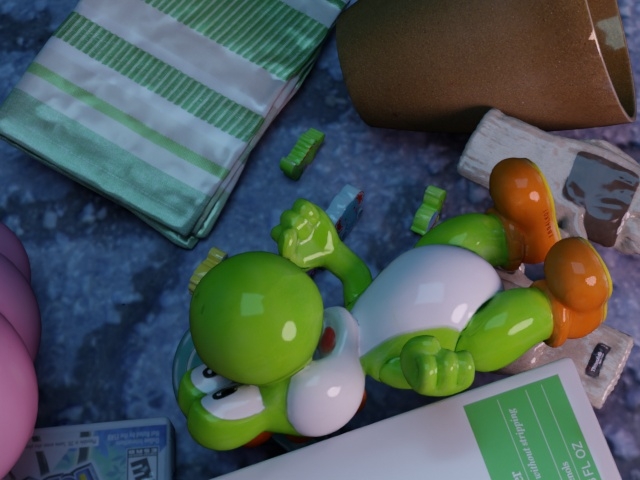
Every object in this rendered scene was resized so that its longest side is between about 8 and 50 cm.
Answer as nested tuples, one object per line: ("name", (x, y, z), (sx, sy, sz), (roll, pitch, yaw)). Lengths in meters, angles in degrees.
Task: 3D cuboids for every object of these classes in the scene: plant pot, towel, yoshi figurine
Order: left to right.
("towel", (-0.148, -0.178, 1.730), (0.248, 0.038, 0.325), (30, 70, 6))
("yoshi figurine", (0.043, 0.051, 1.391), (0.362, 0.203, 0.203), (-24, 94, -7))
("plant pot", (0.152, -0.200, 1.637), (0.254, 0.237, 0.237), (-13, 59, 18))

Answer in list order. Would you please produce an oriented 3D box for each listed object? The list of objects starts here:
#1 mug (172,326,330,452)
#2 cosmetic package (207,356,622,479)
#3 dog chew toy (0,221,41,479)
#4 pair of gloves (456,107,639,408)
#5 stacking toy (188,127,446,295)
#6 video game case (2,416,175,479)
("mug", (-0.056, 0.124, 1.518), (0.158, 0.097, 0.129), (13, 88, 21))
("cosmetic package", (0.071, 0.262, 1.418), (0.366, 0.155, 0.197), (-19, 64, -3))
("dog chew toy", (-0.347, 0.090, 1.535), (0.207, 0.206, 0.332), (-5, 35, 6))
("pair of gloves", (0.205, 0.014, 1.538), (0.204, 0.042, 0.240), (18, 80, 10))
("stacking toy", (0.000, 0.000, 1.631), (0.167, 0.052, 0.221), (26, 68, 21))
("video game case", (-0.293, 0.313, 1.511), (0.329, 0.036, 0.300), (-5, 61, 5))
